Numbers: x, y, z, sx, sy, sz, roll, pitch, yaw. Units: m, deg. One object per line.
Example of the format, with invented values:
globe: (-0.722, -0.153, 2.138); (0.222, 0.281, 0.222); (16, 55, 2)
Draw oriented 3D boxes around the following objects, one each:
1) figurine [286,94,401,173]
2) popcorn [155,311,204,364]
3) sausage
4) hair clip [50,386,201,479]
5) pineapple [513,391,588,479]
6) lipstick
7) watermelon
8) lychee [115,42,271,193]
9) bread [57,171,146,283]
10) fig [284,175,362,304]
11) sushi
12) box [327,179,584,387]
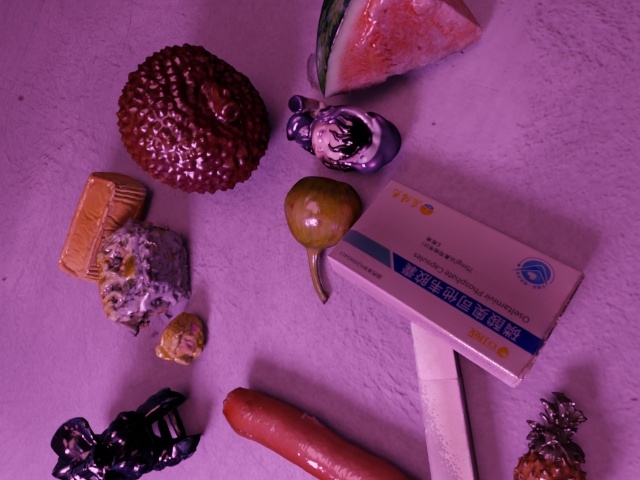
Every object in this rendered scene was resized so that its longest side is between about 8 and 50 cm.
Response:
figurine: (0.048, -0.201, 0.841); (0.222, 0.145, 0.145); (33, 96, 28)
popcorn: (-0.303, 0.210, 0.943); (0.089, 0.097, 0.109); (5, 69, 23)
sausage: (-0.004, 0.378, 0.774); (0.419, 0.094, 0.094); (18, 59, 27)
hair clip: (-0.411, 0.444, 0.888); (0.310, 0.206, 0.194); (-37, 68, 15)
pineapple: (0.335, 0.318, 0.619); (0.108, 0.108, 0.197); (11, 79, 27)
lipstick: (0.204, 0.285, 0.702); (0.068, 0.066, 0.317); (-12, 76, 23)
watermelon: (0.124, -0.443, 0.792); (0.293, 0.283, 0.250); (-11, 73, -22)
lychee: (-0.260, -0.236, 0.892); (0.330, 0.306, 0.306); (-13, 74, 50)
bread: (-0.548, -0.033, 1.089); (0.153, 0.119, 0.288); (19, 91, 24)
fig: (0.000, 0.000, 0.841); (0.149, 0.149, 0.245); (12, 105, 27)
sushi: (-0.404, 0.081, 0.989); (0.184, 0.139, 0.274); (-16, 77, 25)
box: (0.205, 0.051, 0.703); (0.343, 0.065, 0.200); (32, 69, 26)
